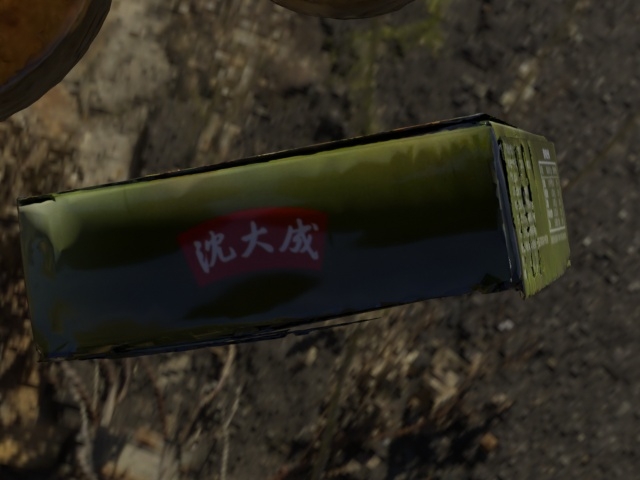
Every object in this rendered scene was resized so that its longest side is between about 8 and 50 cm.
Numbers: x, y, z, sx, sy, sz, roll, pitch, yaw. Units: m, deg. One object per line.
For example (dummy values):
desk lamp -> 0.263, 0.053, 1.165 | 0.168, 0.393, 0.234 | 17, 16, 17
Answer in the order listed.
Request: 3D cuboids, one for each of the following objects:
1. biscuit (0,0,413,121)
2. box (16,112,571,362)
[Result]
biscuit -> -0.039, -0.200, 0.607 | 0.432, 0.064, 0.283 | -45, 79, 1
box -> 0.000, 0.000, 1.448 | 0.372, 0.420, 0.138 | -8, 89, 13
